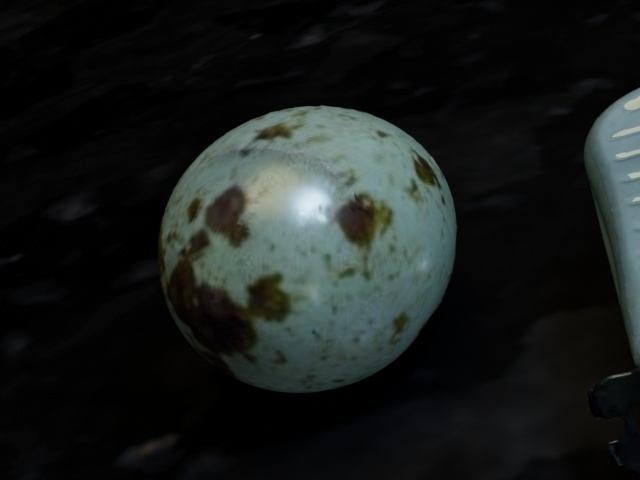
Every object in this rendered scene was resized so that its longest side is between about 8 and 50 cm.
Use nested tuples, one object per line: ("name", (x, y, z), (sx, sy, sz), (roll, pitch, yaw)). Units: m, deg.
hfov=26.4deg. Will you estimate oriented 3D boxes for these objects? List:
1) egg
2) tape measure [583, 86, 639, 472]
("egg", (0.000, 0.000, 0.830), (0.169, 0.169, 0.231), (-2, 17, 29))
("tape measure", (0.255, 0.001, 0.719), (0.246, 0.125, 0.243), (-15, 33, 13))
